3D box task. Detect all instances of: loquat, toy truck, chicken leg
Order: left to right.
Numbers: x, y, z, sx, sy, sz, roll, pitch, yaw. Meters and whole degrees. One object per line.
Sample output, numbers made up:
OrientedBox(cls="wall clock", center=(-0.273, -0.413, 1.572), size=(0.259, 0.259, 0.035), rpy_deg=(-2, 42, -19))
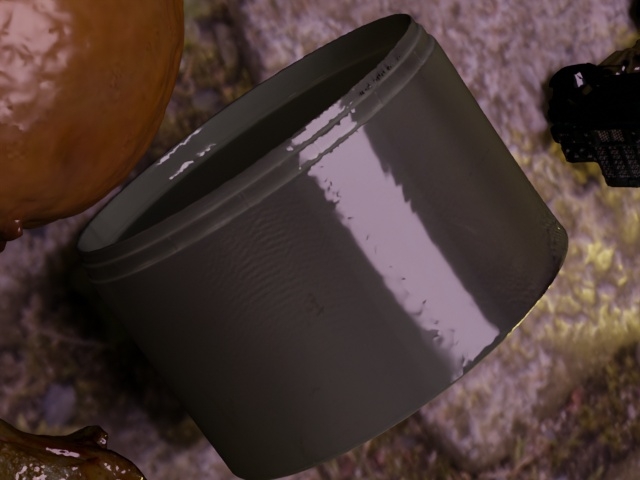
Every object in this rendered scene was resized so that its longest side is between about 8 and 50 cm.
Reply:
OrientedBox(cls="loquat", center=(-0.177, -0.113, 0.924), size=(0.238, 0.193, 0.238), rpy_deg=(12, 72, -42))
OrientedBox(cls="chicken leg", center=(-0.163, 0.113, 0.958), size=(0.178, 0.093, 0.070), rpy_deg=(28, 105, -19))
OrientedBox(cls="toy truck", center=(0.278, -0.117, 1.320), size=(0.257, 0.127, 0.127), rpy_deg=(-36, 115, -37))

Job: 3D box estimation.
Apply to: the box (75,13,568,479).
OrientedBox(cls="box", center=(0.000, 0.000, 1.006), size=(0.226, 0.226, 0.149), rpy_deg=(-44, 106, -36))
